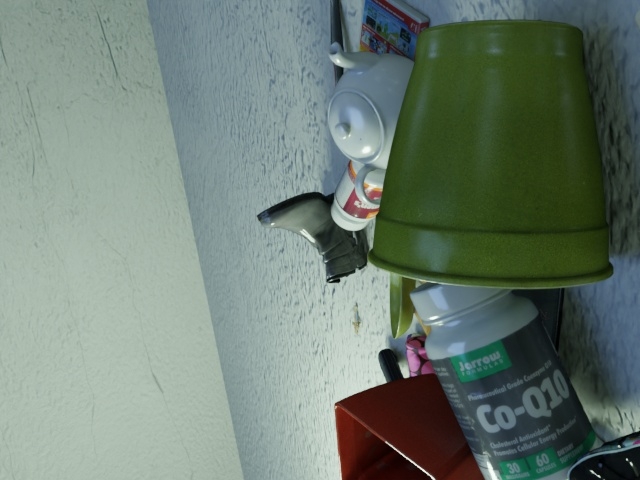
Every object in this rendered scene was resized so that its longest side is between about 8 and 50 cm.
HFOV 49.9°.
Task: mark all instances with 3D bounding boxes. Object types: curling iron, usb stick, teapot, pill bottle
[{"bbox_3d":[0.040,-0.434,1.611,0.068,0.035,0.273,-59,-38,-77],"label":"curling iron"},{"bbox_3d":[0.187,0.355,1.690,0.278,0.045,0.077,-108,9,-70],"label":"usb stick"},{"bbox_3d":[0.105,-0.239,1.383,0.256,0.187,0.252,50,144,13],"label":"teapot"},{"bbox_3d":[0.101,-0.119,1.595,0.121,0.121,0.221,63,154,21],"label":"pill bottle"},{"bbox_3d":[0.303,0.219,1.172,0.361,0.204,0.204,65,155,2],"label":"pill bottle"}]

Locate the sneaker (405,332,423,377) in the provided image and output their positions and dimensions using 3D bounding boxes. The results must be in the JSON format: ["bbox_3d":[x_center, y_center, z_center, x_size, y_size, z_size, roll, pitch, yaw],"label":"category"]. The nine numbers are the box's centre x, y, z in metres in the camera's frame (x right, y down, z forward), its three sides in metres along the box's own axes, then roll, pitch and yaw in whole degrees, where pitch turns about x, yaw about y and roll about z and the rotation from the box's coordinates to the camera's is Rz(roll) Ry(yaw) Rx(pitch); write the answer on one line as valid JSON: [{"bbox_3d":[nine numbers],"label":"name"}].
[{"bbox_3d":[0.240,0.304,1.662,0.071,0.068,0.169,-157,62,-78],"label":"sneaker"}]

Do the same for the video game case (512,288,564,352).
[{"bbox_3d":[0.344,0.166,1.275,0.196,0.026,0.274,14,116,38],"label":"video game case"}]

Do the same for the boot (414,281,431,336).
[{"bbox_3d":[0.295,0.156,1.408,0.211,0.104,0.295,54,155,26],"label":"boot"}]

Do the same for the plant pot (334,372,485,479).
[{"bbox_3d":[0.208,0.423,1.371,0.267,0.236,0.267,28,135,42],"label":"plant pot"}]

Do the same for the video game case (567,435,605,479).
[{"bbox_3d":[0.523,0.474,1.195,0.227,0.026,0.206,42,141,49],"label":"video game case"}]

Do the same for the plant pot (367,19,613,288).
[{"bbox_3d":[0.258,-0.138,1.038,0.366,0.367,0.352,19,110,61],"label":"plant pot"}]

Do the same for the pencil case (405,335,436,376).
[{"bbox_3d":[0.260,0.321,1.580,0.095,0.098,0.209,-34,-68,-69],"label":"pencil case"}]

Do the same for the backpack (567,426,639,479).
[{"bbox_3d":[0.509,0.364,0.958,0.225,0.191,0.253,64,154,20],"label":"backpack"}]

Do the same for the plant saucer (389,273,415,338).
[{"bbox_3d":[0.186,0.103,1.554,0.241,0.037,0.240,-179,90,-89],"label":"plant saucer"}]

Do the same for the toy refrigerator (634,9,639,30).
[{"bbox_3d":[0.459,-0.176,0.749,0.094,0.102,0.269,122,144,-54],"label":"toy refrigerator"}]

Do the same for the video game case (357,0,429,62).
[{"bbox_3d":[0.141,-0.374,1.471,0.204,0.025,0.285,51,148,40],"label":"video game case"}]

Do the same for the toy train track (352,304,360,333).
[{"bbox_3d":[0.104,0.222,1.934,0.048,0.014,0.083,-149,53,-65],"label":"toy train track"}]

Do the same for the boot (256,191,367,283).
[{"bbox_3d":[0.000,0.000,1.687,0.118,0.338,0.222,-21,83,38],"label":"boot"}]
